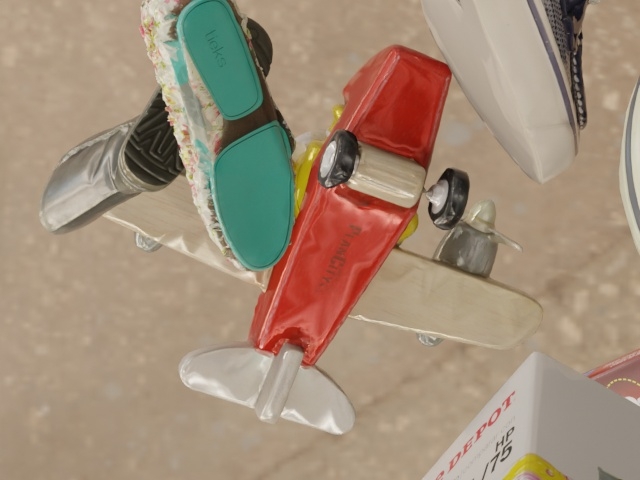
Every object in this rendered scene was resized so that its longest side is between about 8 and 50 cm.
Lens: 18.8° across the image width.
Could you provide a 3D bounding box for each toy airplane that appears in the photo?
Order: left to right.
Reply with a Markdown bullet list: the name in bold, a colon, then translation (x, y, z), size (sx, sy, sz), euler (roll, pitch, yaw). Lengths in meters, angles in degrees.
- **toy airplane**: translation (0.000, 0.000, 1.969), size (0.384, 0.386, 0.272), euler (-20, 34, 10)

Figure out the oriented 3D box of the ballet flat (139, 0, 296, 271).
- **ballet flat**: translation (-0.074, -0.092, 1.423), size (0.077, 0.091, 0.241), euler (32, 141, 51)

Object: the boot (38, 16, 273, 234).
- **boot**: translation (-0.140, -0.091, 1.598), size (0.076, 0.189, 0.208), euler (45, 157, -7)

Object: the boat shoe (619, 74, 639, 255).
- **boat shoe**: translation (0.318, -0.127, 0.630), size (0.500, 0.156, 0.187), euler (-30, 83, -5)

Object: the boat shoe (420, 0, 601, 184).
- **boat shoe**: translation (0.139, -0.175, 1.103), size (0.158, 0.340, 0.127), euler (-33, 55, -5)

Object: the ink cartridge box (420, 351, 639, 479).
- **ink cartridge box**: translation (0.146, 0.248, 1.141), size (0.197, 0.270, 0.198), euler (30, 123, -10)

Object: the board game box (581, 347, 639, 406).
- **board game box**: translation (0.272, 0.146, 1.455), size (0.281, 0.027, 0.145), euler (-31, 94, 44)
